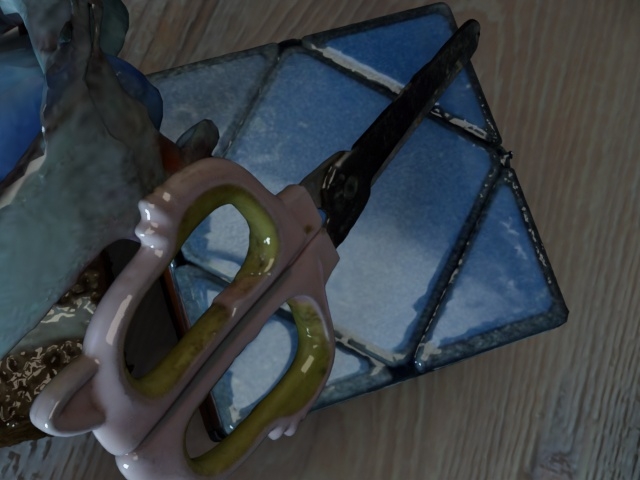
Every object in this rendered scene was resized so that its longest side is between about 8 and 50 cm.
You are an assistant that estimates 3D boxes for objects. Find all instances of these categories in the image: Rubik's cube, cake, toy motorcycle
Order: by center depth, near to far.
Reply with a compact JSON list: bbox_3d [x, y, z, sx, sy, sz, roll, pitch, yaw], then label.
[{"bbox_3d":[-0.216,-0.017,0.427,0.319,0.241,0.182,-32,105,5],"label":"toy motorcycle"},{"bbox_3d":[-0.192,0.052,0.606,0.134,0.135,0.147,-14,79,-10],"label":"cake"},{"bbox_3d":[0.000,0.000,0.613,0.205,0.207,0.205,-17,79,-11],"label":"Rubik's cube"}]

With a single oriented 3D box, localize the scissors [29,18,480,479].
[{"bbox_3d":[-0.003,-0.008,0.463,0.024,0.160,0.317,14,53,39],"label":"scissors"}]
